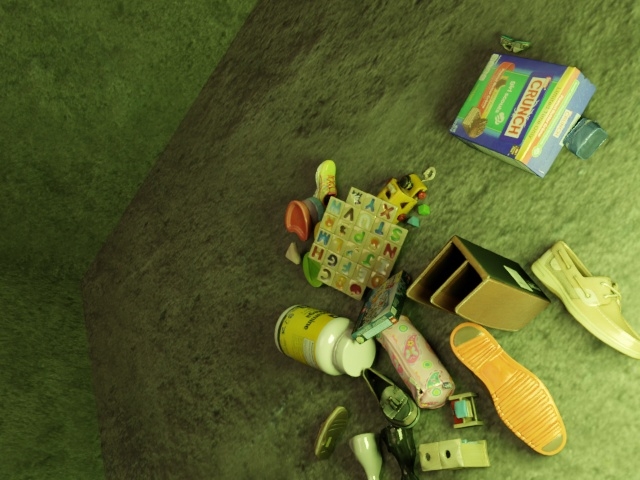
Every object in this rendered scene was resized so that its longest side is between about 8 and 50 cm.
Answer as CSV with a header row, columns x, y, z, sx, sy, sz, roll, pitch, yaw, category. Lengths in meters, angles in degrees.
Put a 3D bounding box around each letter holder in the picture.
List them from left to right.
x,y,z,sx,sy,sz,roll,pitch,yaw,category
0.392,0.146,1.470,0.214,0.301,0.152,-51,44,22,letter holder

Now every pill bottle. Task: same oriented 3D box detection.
x,y,z,sx,sy,sz,roll,pitch,yaw,category
0.014,0.330,1.906,0.334,0.188,0.188,9,82,49,pill bottle

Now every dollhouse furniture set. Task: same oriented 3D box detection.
x,y,z,sx,sy,sz,roll,pitch,yaw,category
0.338,0.498,1.520,0.129,0.129,0.184,-26,57,39,dollhouse furniture set

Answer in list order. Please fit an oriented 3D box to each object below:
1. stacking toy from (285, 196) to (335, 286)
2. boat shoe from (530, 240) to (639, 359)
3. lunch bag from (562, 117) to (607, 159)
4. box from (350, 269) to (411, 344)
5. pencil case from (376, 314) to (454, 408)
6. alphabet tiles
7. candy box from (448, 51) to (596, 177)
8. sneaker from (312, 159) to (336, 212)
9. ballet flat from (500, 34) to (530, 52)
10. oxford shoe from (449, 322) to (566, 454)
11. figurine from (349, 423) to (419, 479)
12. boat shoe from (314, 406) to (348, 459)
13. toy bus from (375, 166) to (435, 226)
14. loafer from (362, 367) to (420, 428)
x,y,z,sx,sy,sz,roll,pitch,yaw,category
0.000,0.000,2.139,0.309,0.130,0.280,43,135,41,stacking toy
0.630,0.128,1.351,0.110,0.121,0.341,-54,42,20,boat shoe
0.680,-0.267,1.497,0.098,0.067,0.065,-53,43,20,lunch bag
0.188,0.200,1.773,0.159,0.044,0.233,-39,11,33,box
0.268,0.346,1.669,0.124,0.124,0.284,-52,43,21,pencil case
0.117,0.013,1.916,0.285,0.011,0.343,26,107,18,alphabet tiles
0.547,-0.357,1.618,0.268,0.122,0.317,-62,35,10,candy box
0.031,-0.200,2.192,0.094,0.081,0.209,15,97,50,sneaker
0.588,-0.591,1.761,0.041,0.041,0.114,-60,41,12,ballet flat
0.470,0.363,1.454,0.130,0.133,0.364,-36,64,3,oxford shoe
0.189,0.650,1.665,0.215,0.092,0.210,-32,57,37,figurine
0.024,0.609,1.881,0.190,0.068,0.072,-63,29,9,boat shoe
0.257,-0.152,1.894,0.191,0.104,0.202,-2,74,48,toy bus
0.190,0.448,1.674,0.096,0.084,0.267,-48,20,-4,loafer
